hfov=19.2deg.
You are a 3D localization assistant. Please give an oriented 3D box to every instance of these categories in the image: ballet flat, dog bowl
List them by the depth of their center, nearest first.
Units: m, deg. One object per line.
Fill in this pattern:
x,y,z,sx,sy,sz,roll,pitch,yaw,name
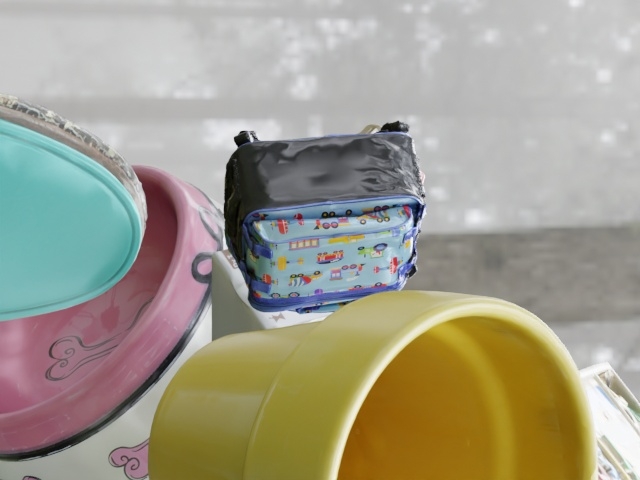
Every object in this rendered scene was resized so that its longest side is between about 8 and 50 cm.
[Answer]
-0.347,-0.034,1.117,0.182,0.483,0.164,37,-56,50,ballet flat
-0.235,0.093,2.007,0.150,0.408,0.408,48,13,-37,dog bowl

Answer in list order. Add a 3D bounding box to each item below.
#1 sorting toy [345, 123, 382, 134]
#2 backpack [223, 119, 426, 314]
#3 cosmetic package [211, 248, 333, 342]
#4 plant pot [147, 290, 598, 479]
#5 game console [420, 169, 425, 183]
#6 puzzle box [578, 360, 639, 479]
0.031,-0.104,2.298,0.075,0.083,0.045,17,-37,43,sorting toy
0.000,0.000,1.495,0.173,0.158,0.117,100,-17,-53,backpack
-0.041,0.115,1.733,0.117,0.085,0.231,54,-28,37,cosmetic package
0.016,0.152,1.276,0.239,0.254,0.254,6,-83,48,plant pot
0.022,-0.031,1.814,0.144,0.124,0.085,-66,180,-63,game console
0.262,0.229,1.526,0.272,0.052,0.409,54,14,10,puzzle box
